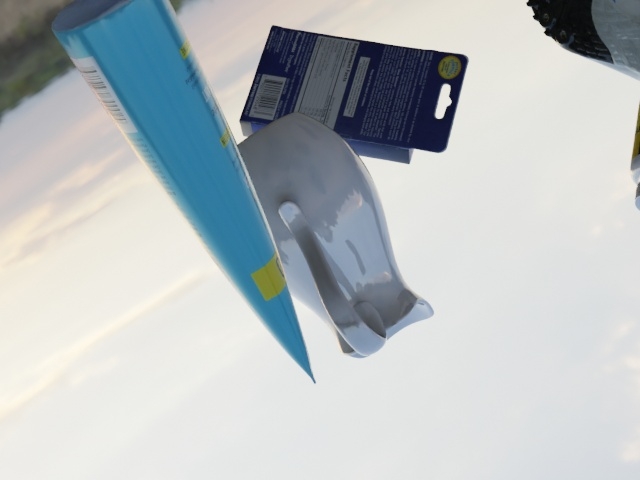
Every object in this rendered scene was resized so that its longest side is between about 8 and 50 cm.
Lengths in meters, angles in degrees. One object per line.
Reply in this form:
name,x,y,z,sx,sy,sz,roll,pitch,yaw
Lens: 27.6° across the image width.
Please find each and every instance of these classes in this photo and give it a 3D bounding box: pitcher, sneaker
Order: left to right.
pitcher,0.000,0.000,1.071,0.125,0.207,0.178,-33,176,7
sneaker,0.286,-0.195,1.184,0.086,0.237,0.085,-16,135,-51

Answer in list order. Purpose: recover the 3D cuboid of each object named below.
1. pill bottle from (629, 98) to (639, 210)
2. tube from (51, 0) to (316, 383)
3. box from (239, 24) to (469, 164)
pill bottle,0.320,-0.082,1.203,0.065,0.065,0.116,-19,-131,48
tube,-0.054,-0.027,0.623,0.052,0.207,0.080,-24,-152,7
box,0.039,-0.157,1.413,0.225,0.036,0.136,10,-119,12
